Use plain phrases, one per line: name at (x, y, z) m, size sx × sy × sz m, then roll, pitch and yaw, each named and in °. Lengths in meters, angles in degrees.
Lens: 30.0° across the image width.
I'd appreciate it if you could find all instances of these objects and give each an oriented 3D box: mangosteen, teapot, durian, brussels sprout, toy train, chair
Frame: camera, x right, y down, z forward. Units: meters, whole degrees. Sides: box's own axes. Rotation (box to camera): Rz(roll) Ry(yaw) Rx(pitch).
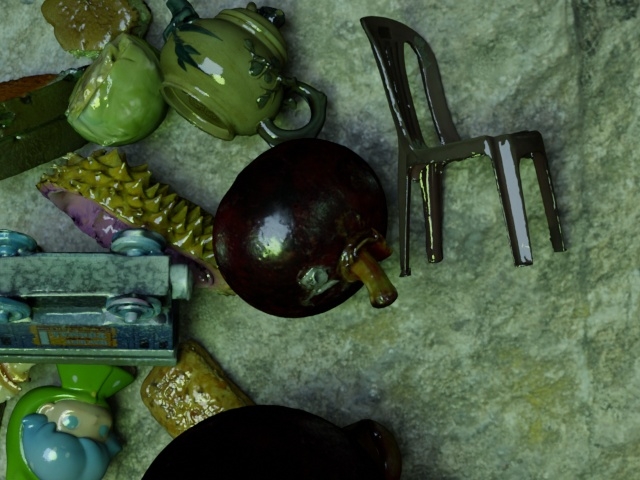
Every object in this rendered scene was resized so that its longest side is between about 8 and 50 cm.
mangosteen at (0.000, 0.000, 1.475) m, size 0.261 × 0.235 × 0.235 m, roll 31°, pitch 101°, yaw 32°
mangosteen at (-0.021, 0.377, 1.423) m, size 0.382 × 0.435 × 0.382 m, roll 32°, pitch 127°, yaw 55°
teapot at (-0.101, -0.229, 1.568) m, size 0.269 × 0.173 × 0.182 m, roll 32°, pitch 76°, yaw 7°
durian at (-0.234, -0.043, 1.610) m, size 0.341 × 0.191 × 0.112 m, roll 25°, pitch 67°, yaw 18°
brussels sprout at (-0.262, -0.193, 1.612) m, size 0.151 × 0.122 × 0.149 m, roll -44°, pitch 32°, yaw 36°
toy train at (-0.312, 0.072, 1.530) m, size 0.299 × 0.202 × 0.131 m, roll 2°, pitch 63°, yaw -5°
chair at (0.171, -0.129, 1.458) m, size 0.183 × 0.175 × 0.326 m, roll -7°, pitch 94°, yaw 28°

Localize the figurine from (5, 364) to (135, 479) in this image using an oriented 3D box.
figurine at (-0.339, 0.235, 1.654) m, size 0.143 × 0.162 × 0.263 m, roll 13°, pitch 81°, yaw 43°

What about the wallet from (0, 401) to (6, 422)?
wallet at (-0.550, 0.270, 1.785) m, size 0.152 × 0.039 × 0.118 m, roll 13°, pitch 93°, yaw 18°

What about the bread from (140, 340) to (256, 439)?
bread at (-0.148, 0.241, 1.622) m, size 0.211 × 0.083 × 0.114 m, roll 43°, pitch 99°, yaw 13°

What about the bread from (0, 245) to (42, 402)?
bread at (-0.458, 0.141, 1.706) m, size 0.240 × 0.135 × 0.178 m, roll -43°, pitch 81°, yaw 13°

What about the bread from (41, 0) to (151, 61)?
bread at (-0.316, -0.316, 1.680) m, size 0.128 × 0.069 × 0.140 m, roll -43°, pitch 76°, yaw 16°

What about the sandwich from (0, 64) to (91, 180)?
sandwich at (-0.458, -0.151, 1.661) m, size 0.212 × 0.292 × 0.109 m, roll -2°, pitch 111°, yaw 31°
